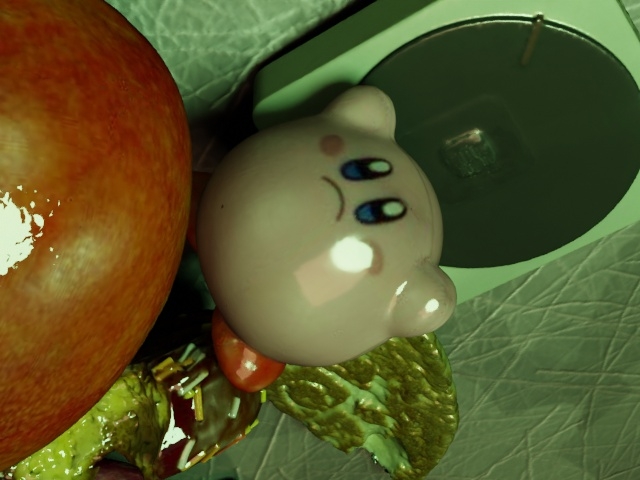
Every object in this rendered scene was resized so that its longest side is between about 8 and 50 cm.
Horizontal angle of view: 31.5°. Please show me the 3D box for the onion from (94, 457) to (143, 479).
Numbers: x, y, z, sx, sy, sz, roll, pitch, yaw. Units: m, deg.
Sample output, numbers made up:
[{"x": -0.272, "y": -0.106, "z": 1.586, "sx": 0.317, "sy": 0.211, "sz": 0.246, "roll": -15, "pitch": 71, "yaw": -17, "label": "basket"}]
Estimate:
[{"x": -0.213, "y": 0.296, "z": 0.943, "sx": 0.256, "sy": 0.230, "sz": 0.272, "roll": -55, "pitch": 163, "yaw": 1, "label": "onion"}]

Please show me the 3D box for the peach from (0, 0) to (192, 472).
[{"x": -0.229, "y": -0.007, "z": 0.696, "sx": 0.308, "sy": 0.308, "sz": 0.332, "roll": 16, "pitch": 92, "yaw": -22, "label": "peach"}]

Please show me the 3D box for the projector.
[{"x": 0.121, "y": -0.085, "z": 0.846, "sx": 0.259, "sy": 0.079, "sz": 0.257, "roll": -26, "pitch": 128, "yaw": 21, "label": "projector"}]

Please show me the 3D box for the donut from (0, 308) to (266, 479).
[{"x": -0.147, "y": 0.128, "z": 0.869, "sx": 0.230, "sy": 0.216, "sz": 0.096, "roll": -21, "pitch": 96, "yaw": 0, "label": "donut"}]

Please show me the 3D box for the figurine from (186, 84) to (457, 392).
[{"x": 0.000, "y": 0.000, "z": 0.758, "sx": 0.173, "sy": 0.173, "sz": 0.173, "roll": -5, "pitch": 127, "yaw": -7, "label": "figurine"}]

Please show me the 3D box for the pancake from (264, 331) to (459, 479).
[{"x": 0.019, "y": 0.104, "z": 0.975, "sx": 0.197, "sy": 0.054, "sz": 0.376, "roll": -2, "pitch": 135, "yaw": 19, "label": "pancake"}]
